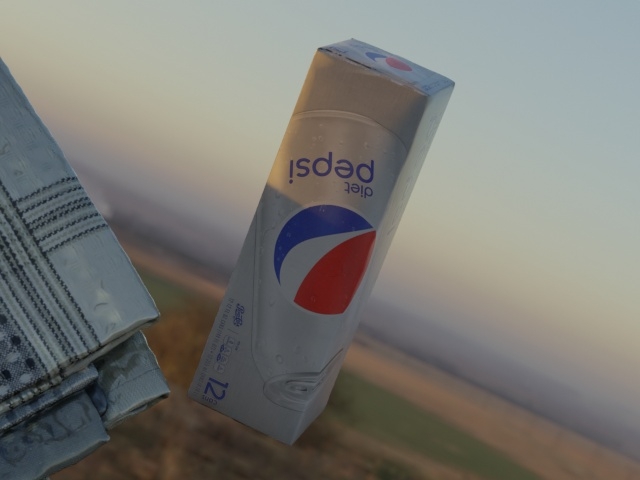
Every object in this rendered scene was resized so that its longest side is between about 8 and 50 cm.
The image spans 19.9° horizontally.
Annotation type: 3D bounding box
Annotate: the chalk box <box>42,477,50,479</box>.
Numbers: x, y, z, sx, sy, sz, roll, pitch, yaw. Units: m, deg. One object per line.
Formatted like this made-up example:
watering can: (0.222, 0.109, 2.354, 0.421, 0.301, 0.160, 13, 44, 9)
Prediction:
chalk box: (-0.253, 0.247, 1.401, 0.132, 0.132, 0.213, 25, -21, 28)

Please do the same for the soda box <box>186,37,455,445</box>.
soda box: (0.000, 0.000, 1.350, 0.091, 0.286, 0.098, 24, 16, 10)

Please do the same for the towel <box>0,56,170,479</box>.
towel: (-0.287, 0.030, 1.150, 0.324, 0.312, 0.056, 60, -22, 6)
